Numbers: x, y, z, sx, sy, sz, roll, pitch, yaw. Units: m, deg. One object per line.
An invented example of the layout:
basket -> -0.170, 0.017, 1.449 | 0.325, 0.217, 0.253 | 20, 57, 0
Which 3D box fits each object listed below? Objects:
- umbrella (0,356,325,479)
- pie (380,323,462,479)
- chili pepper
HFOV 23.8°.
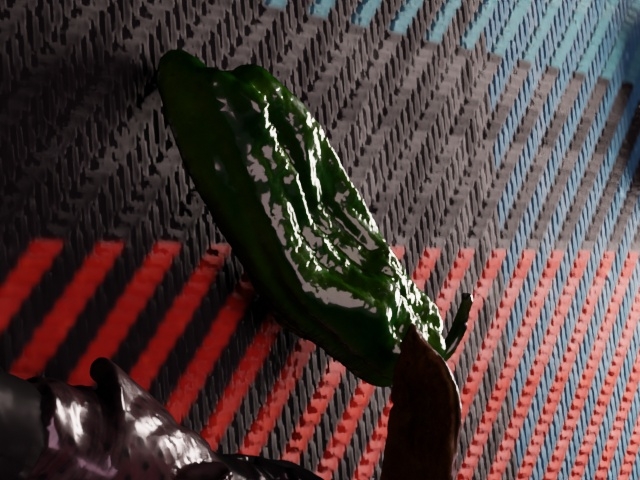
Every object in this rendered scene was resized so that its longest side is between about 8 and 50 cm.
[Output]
umbrella -> -0.076, 0.121, 0.709 | 0.090, 0.094, 0.326 | -46, 137, 9
pie -> 0.051, 0.149, 0.818 | 0.033, 0.088, 0.191 | 5, 111, -15
chili pepper -> -0.003, -0.002, 0.831 | 0.257, 0.074, 0.100 | 56, 36, -32
